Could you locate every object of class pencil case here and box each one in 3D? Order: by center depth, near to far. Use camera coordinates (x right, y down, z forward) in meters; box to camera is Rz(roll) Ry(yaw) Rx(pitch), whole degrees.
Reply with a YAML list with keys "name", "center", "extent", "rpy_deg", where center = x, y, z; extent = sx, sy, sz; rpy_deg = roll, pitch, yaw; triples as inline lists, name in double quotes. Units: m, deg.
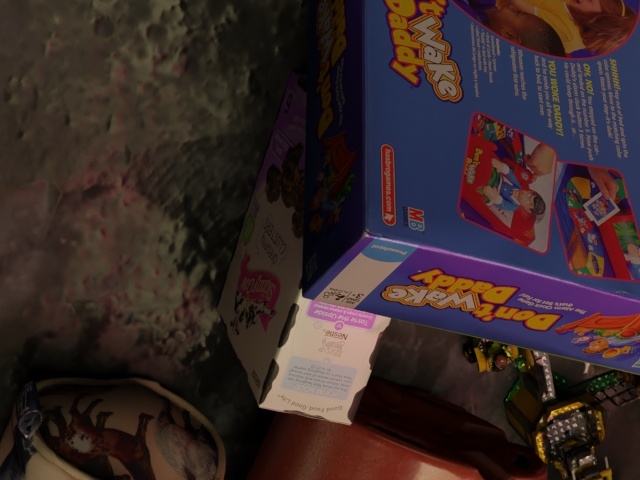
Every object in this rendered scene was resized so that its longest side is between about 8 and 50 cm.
- name: "pencil case"
  center: [-0.221, 0.297, 0.864]
  extent: [0.159, 0.183, 0.410]
  rpy_deg: [28, 102, 0]

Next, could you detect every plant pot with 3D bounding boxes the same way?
- name: "plant pot"
  center: [0.032, 0.253, 0.895]
  extent: [0.272, 0.272, 0.265]
  rpy_deg: [18, 96, -22]

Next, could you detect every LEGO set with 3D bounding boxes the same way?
- name: "LEGO set"
  center: [0.293, 0.073, 0.927]
  extent: [0.331, 0.192, 0.255]
  rpy_deg: [-11, 113, -12]

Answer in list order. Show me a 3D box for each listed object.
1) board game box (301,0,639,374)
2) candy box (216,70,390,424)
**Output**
- name: "board game box"
  center: [0.112, -0.107, 0.739]
  extent: [0.233, 0.347, 0.078]
  rpy_deg: [14, 146, -21]
- name: "candy box"
  center: [0.000, 0.000, 0.827]
  extent: [0.070, 0.165, 0.196]
  rpy_deg: [13, 106, -20]
